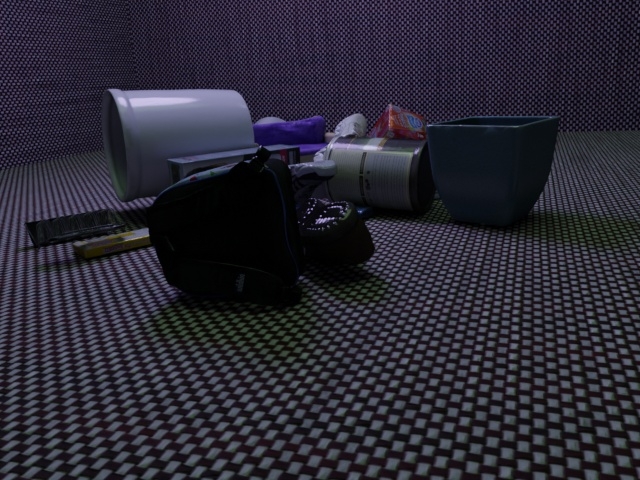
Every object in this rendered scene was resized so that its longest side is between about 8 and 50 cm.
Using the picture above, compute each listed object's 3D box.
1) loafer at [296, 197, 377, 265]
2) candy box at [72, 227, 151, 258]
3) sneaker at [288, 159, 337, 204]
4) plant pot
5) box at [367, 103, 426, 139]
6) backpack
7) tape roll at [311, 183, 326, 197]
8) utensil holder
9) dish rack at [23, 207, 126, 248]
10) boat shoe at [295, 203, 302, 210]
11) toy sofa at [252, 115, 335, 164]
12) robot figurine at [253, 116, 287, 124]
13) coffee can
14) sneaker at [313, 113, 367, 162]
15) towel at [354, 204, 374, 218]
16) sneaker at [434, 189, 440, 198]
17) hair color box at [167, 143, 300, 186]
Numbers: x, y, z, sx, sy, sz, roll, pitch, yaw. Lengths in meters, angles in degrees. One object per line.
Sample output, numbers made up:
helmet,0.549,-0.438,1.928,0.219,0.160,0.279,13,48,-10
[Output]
loafer,0.000,0.000,1.242,0.134,0.130,0.366,-43,16,-10
candy box,-0.491,0.003,1.448,0.205,0.027,0.105,-15,19,-35
sneaker,-0.037,-0.134,1.597,0.101,0.153,0.268,-14,10,-34
plant pot,0.433,-0.175,1.474,0.247,0.253,0.247,9,20,40
box,0.210,-0.276,1.811,0.128,0.257,0.123,17,52,-15
backpack,-0.169,-0.022,1.077,0.263,0.277,0.213,-8,10,8
tape roll,0.008,-0.200,1.985,0.219,0.073,0.219,-3,15,1
utensil holder,-0.436,-0.298,1.793,0.385,0.328,0.327,-9,16,-29
dish rack,-0.602,-0.034,1.450,0.208,0.074,0.271,-15,6,-31
boat shoe,-0.115,-0.040,1.437,0.088,0.109,0.258,1,-2,39
toy sofa,-0.095,-0.314,1.957,0.362,0.177,0.150,-12,17,-30
robot figurine,-0.199,-0.329,2.184,0.299,0.200,0.354,34,33,-9
coffee can,0.170,-0.189,1.648,0.275,0.202,0.201,7,19,26
sneaker,0.093,-0.320,1.892,0.118,0.110,0.292,-28,23,48
towel,0.083,-0.079,1.618,0.119,0.029,0.067,10,20,37
sneaker,0.300,-0.233,1.878,0.102,0.161,0.282,-10,16,-24
hair color box,-0.237,-0.163,1.694,0.374,0.186,0.113,-14,20,-33
